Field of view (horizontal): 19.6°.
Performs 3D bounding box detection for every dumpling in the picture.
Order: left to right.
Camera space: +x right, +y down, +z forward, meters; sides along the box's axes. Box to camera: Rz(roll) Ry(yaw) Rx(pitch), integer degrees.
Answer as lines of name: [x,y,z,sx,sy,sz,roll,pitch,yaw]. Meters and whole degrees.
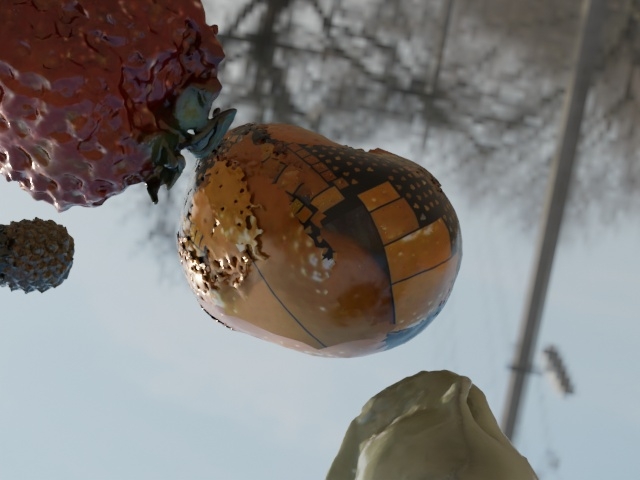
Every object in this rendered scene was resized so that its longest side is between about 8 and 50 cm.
dumpling: [0.071,0.218,1.355,0.193,0.258,0.147,-21,150,35]

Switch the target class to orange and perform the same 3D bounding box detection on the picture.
orange: [0.000,0.000,1.493,0.234,0.182,0.234,18,175,2]

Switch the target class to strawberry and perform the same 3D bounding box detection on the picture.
strawberry: [-0.165,-0.123,1.070,0.236,0.175,0.107,37,-165,16]

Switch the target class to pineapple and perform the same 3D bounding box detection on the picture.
pineapple: [-0.294,0.011,1.640,0.074,0.074,0.159,19,-170,40]
